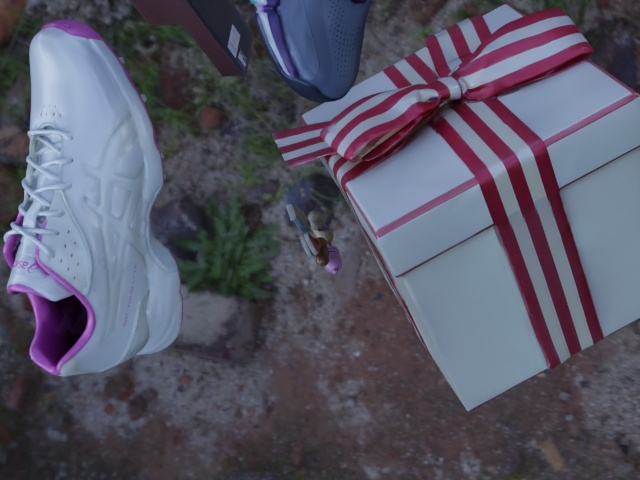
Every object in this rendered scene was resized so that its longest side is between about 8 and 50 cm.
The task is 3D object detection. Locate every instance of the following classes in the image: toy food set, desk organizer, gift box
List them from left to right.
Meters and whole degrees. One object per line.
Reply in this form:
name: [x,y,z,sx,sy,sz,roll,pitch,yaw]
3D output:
desk organizer: [-0.105,-0.185,0.778,0.050,0.130,0.047,1,69,20]
toy food set: [0.000,0.000,1.019,0.019,0.122,0.078,-24,80,10]
gift box: [0.127,-0.050,0.847,0.255,0.258,0.276,-31,37,-4]

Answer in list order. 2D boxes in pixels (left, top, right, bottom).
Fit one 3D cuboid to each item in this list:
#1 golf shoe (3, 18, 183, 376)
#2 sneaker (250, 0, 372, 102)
golf shoe: [-0.204,-0.026,0.794,0.115,0.140,0.306,4,112,40]
sneaker: [0.014,-0.192,0.543,0.098,0.083,0.223,5,105,39]
